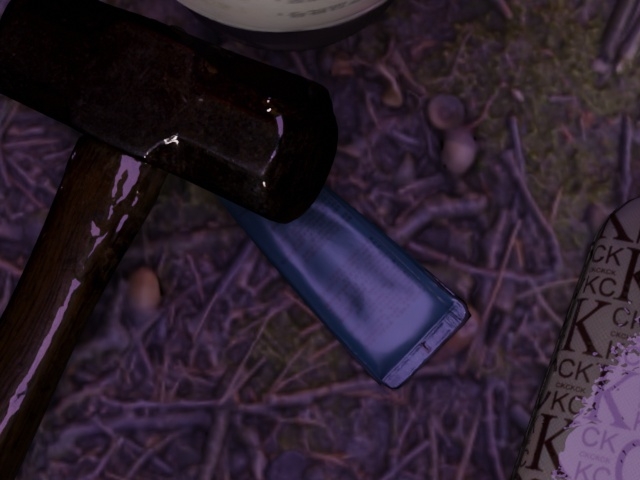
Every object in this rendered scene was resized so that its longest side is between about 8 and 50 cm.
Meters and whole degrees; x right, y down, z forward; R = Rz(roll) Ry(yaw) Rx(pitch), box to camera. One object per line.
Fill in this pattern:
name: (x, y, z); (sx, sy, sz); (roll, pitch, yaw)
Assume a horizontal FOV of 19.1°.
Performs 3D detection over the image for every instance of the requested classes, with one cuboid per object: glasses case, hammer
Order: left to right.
hammer: (-0.177, 0.038, 1.275); (0.242, 0.095, 0.409); (27, 91, 24)
glasses case: (0.207, 0.139, 1.275); (0.137, 0.085, 0.355); (20, 83, 3)

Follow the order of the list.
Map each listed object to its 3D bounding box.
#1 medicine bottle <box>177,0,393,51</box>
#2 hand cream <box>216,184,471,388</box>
medicine bottle: (-0.025, -0.252, 1.228); (0.241, 0.302, 0.241); (0, 81, 0)
hand cream: (0.000, 0.000, 1.326); (0.083, 0.048, 0.224); (-45, 90, -5)
